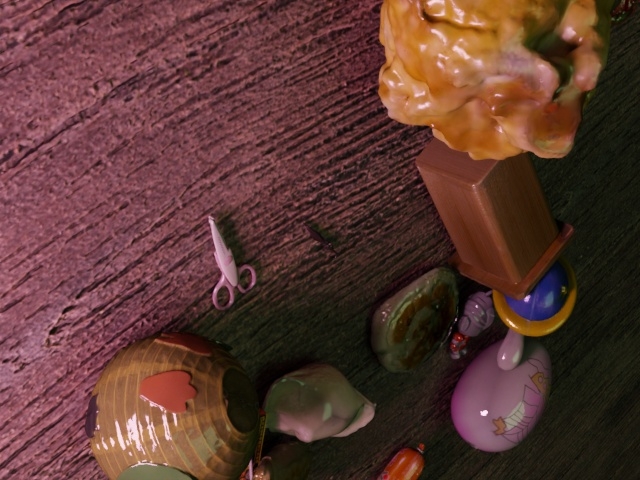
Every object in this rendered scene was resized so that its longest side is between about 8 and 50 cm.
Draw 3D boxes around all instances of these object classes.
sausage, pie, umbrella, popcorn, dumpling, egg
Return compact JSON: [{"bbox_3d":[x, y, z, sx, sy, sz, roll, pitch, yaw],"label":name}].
[{"bbox_3d":[0.146,0.523,2.008,0.234,0.071,0.071,-52,140,-12],"label":"sausage"},{"bbox_3d":[0.187,0.151,1.845,0.240,0.054,0.241,-27,133,-34],"label":"pie"},{"bbox_3d":[0.003,-0.002,1.587,0.022,0.013,0.122,-36,140,3],"label":"umbrella"},{"bbox_3d":[0.261,-0.318,1.440,0.354,0.344,0.390,-11,102,-80],"label":"popcorn"},{"bbox_3d":[-0.076,0.416,1.631,0.282,0.068,0.129,1,100,-78],"label":"pie"},{"bbox_3d":[-0.021,0.296,1.672,0.166,0.126,0.216,-45,156,24],"label":"dumpling"},{"bbox_3d":[0.399,0.329,2.066,0.271,0.196,0.196,-41,137,-13],"label":"egg"}]

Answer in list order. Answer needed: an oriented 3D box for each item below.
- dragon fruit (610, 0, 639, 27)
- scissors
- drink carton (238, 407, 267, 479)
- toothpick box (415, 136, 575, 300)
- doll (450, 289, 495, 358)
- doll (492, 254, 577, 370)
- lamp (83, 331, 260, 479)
[{"bbox_3d":[0.475,-0.444,1.728,0.172,0.166,0.160,-18,132,-25],"label":"dragon fruit"},{"bbox_3d":[-0.143,0.030,1.441,0.085,0.022,0.176,-38,139,-24],"label":"scissors"},{"bbox_3d":[-0.139,0.362,1.617,0.071,0.056,0.166,-15,123,-46],"label":"drink carton"},{"bbox_3d":[0.314,-0.071,1.756,0.190,0.187,0.308,-47,135,-15],"label":"toothpick box"},{"bbox_3d":[0.312,0.172,1.979,0.094,0.079,0.180,-20,139,-49],"label":"doll"},{"bbox_3d":[0.443,0.084,1.933,0.243,0.159,0.311,63,36,-55],"label":"doll"},{"bbox_3d":[-0.224,0.257,1.351,0.250,0.284,0.250,42,37,-42],"label":"lamp"}]
